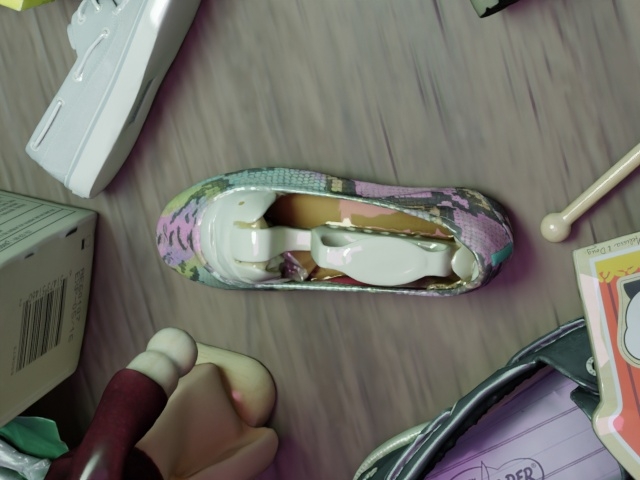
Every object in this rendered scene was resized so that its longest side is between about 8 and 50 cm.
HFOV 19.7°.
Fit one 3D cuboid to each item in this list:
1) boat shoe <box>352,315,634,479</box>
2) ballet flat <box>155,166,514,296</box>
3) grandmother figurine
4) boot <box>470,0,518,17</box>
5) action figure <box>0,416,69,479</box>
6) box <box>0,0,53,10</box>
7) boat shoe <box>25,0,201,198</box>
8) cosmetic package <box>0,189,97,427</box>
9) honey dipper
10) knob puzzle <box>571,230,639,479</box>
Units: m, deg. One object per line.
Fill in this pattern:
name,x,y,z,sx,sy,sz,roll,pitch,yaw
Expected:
boat shoe,0.153,0.109,1.036,0.340,0.113,0.127,-24,94,18
ballet flat,0.000,0.000,1.072,0.222,0.079,0.076,3,104,15
grandmother figurine,-0.113,0.144,0.995,0.104,0.342,0.207,17,106,11
boot,0.098,-0.250,1.002,0.190,0.076,0.208,-31,86,17
action figure,-0.266,0.120,1.171,0.232,0.063,0.137,21,140,17
box,-0.259,-0.203,1.095,0.232,0.087,0.058,19,108,9
boat shoe,-0.122,-0.115,1.093,0.063,0.066,0.184,30,118,6
cosmetic package,-0.310,0.016,1.118,0.310,0.160,0.113,12,105,13
honey dipper,0.185,-0.052,1.038,0.030,0.030,0.161,46,112,2
knob puzzle,0.237,0.076,0.971,0.213,0.030,0.213,0,91,-9
